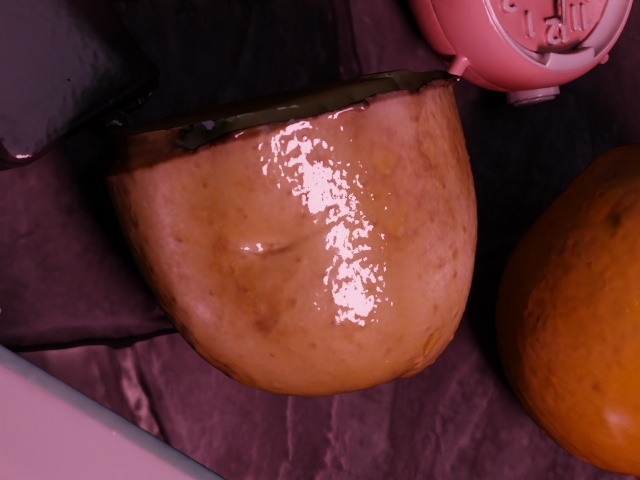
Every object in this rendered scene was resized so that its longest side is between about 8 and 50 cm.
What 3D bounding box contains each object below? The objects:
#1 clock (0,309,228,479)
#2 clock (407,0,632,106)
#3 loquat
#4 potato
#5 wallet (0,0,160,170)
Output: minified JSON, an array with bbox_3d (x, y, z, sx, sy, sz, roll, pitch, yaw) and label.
[{"bbox_3d":[-0.145,0.161,0.736,0.231,0.262,0.116,32,64,-9],"label":"clock"},{"bbox_3d":[0.160,-0.235,1.160,0.227,0.142,0.241,-13,98,-36],"label":"clock"},{"bbox_3d":[0.277,0.065,1.091,0.275,0.275,0.274,9,75,-34],"label":"loquat"},{"bbox_3d":[0.000,0.000,0.942,0.285,0.242,0.242,-20,92,-56],"label":"potato"},{"bbox_3d":[-0.222,-0.171,0.918,0.149,0.044,0.250,-36,102,-32],"label":"wallet"}]
